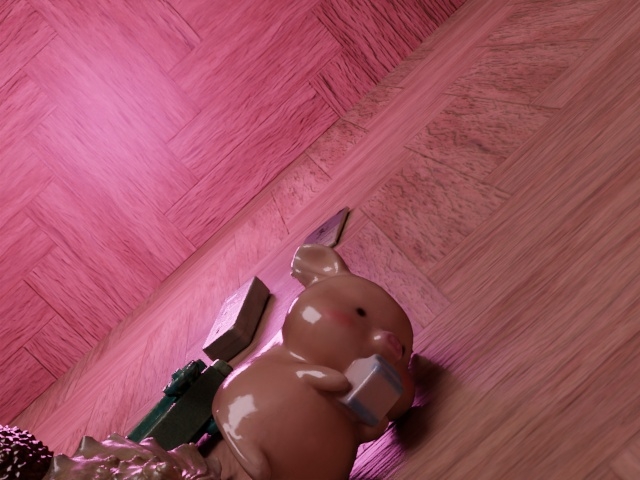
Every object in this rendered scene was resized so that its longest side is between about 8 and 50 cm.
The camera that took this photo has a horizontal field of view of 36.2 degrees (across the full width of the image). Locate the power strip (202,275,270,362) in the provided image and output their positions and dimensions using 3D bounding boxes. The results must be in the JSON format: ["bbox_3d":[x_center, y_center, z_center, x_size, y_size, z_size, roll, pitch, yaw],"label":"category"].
[{"bbox_3d":[-0.158,0.145,1.942,0.093,0.053,0.288,-39,13,19],"label":"power strip"}]

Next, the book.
[{"bbox_3d":[0.000,0.000,2.022,0.127,0.014,0.182,-38,13,24],"label":"book"}]

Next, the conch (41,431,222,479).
[{"bbox_3d":[-0.268,0.351,1.235,0.352,0.210,0.297,-33,0,33],"label":"conch"}]

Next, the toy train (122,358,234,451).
[{"bbox_3d":[-0.248,0.308,1.502,0.298,0.120,0.194,-47,4,-30],"label":"toy train"}]

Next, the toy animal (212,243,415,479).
[{"bbox_3d":[0.000,0.150,1.051,0.256,0.195,0.213,-43,19,-16],"label":"toy animal"}]

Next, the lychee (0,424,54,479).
[{"bbox_3d":[-0.586,0.468,1.775,0.267,0.267,0.267,-41,12,10],"label":"lychee"}]
